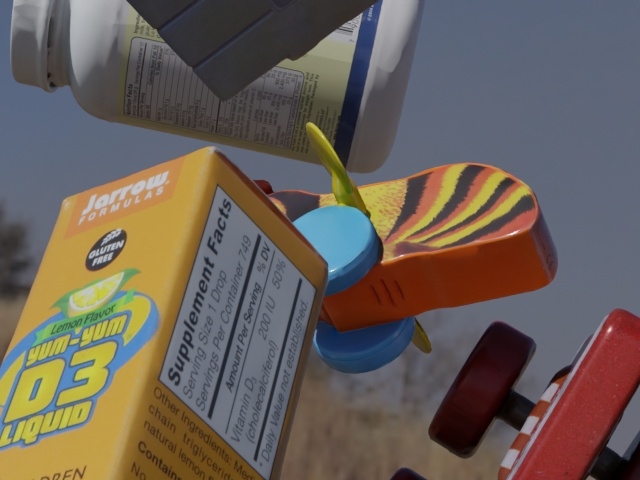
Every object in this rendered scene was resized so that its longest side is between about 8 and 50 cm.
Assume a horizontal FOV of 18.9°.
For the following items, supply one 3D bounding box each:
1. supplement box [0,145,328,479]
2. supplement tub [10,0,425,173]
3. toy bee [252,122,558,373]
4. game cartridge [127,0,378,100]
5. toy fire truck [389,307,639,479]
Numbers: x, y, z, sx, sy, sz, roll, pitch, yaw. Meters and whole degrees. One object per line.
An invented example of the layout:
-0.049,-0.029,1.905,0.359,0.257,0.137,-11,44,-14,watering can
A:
-0.065,0.082,0.599,0.078,0.233,0.080,-19,-52,32,supplement box
-0.080,-0.198,1.632,0.325,0.235,0.235,12,-6,0,supplement tub
0.000,0.000,1.292,0.298,0.195,0.162,-3,40,-5,toy bee
0.008,-0.266,1.223,0.355,0.068,0.230,-34,-56,16,game cartridge
0.126,0.185,1.281,0.169,0.302,0.254,32,-3,9,toy fire truck
